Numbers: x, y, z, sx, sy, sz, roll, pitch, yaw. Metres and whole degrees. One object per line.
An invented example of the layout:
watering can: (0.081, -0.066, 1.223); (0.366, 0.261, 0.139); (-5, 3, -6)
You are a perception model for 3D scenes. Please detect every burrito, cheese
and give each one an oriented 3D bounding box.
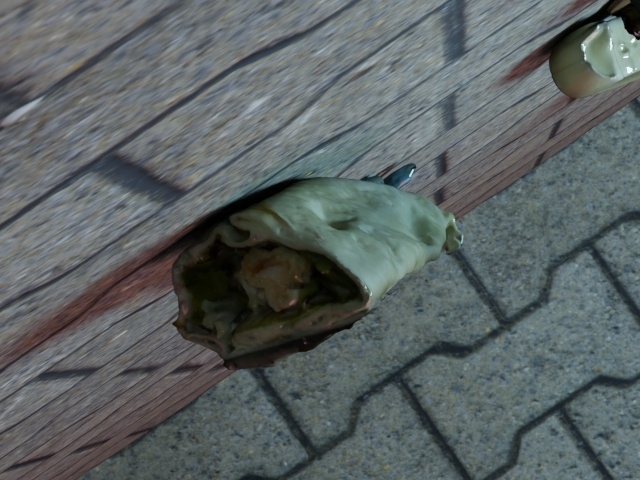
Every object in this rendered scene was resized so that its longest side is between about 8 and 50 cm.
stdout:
burrito: (0.001, 0.009, 1.648); (0.190, 0.135, 0.332); (-27, -179, 23)
cheese: (0.321, -0.204, 1.993); (0.163, 0.070, 0.249); (-21, 179, -7)

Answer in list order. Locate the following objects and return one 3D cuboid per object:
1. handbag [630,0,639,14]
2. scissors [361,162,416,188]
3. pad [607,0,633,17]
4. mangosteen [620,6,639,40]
handbag: (0.330, -0.275, 1.438); (0.175, 0.088, 0.270); (-40, 178, -24)
scissors: (0.000, 0.000, 2.087); (0.289, 0.041, 0.138); (-43, 169, 38)
pad: (0.450, -0.332, 1.971); (0.286, 0.018, 0.284); (-36, 175, 17)
mangosteen: (0.405, -0.247, 1.726); (0.184, 0.172, 0.172); (-11, 166, -22)
